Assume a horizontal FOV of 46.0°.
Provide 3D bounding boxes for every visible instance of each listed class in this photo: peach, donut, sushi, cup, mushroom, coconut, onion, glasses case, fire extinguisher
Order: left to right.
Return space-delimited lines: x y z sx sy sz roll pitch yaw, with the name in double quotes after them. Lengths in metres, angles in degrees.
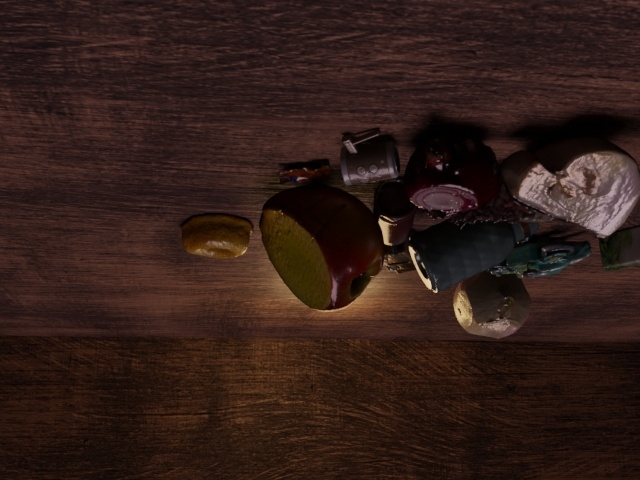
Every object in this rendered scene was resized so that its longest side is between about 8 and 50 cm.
-0.257 -0.003 1.846 0.190 0.075 0.174 -14 160 40 "donut"
0.000 0.000 1.589 0.249 0.274 0.245 -56 166 28 "peach"
0.090 -0.156 1.378 0.099 0.102 0.074 -7 -159 15 "cup"
0.161 -0.045 1.670 0.104 0.105 0.269 -1 164 2 "fire extinguisher"
0.228 -0.139 1.342 0.173 0.135 0.198 -4 149 19 "onion"
0.524 0.188 2.306 0.227 0.227 0.230 0 163 -2 "coconut"
0.371 -0.083 1.552 0.241 0.108 0.161 -1 178 45 "sushi"
0.459 -0.139 1.366 0.236 0.162 0.173 21 126 -20 "mushroom"
0.847 0.006 1.911 0.062 0.095 0.272 11 160 -40 "glasses case"

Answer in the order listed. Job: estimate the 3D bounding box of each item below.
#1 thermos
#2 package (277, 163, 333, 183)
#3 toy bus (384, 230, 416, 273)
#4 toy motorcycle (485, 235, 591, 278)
0.348 -0.012 1.697 0.286 0.145 0.182 -26 135 -3 "thermos"
-0.030 -0.130 1.494 0.110 0.033 0.077 -7 154 4 "package"
0.206 0.021 1.932 0.103 0.091 0.182 -8 161 24 "toy bus"
0.595 0.055 2.047 0.198 0.109 0.296 4 164 -26 "toy motorcycle"
